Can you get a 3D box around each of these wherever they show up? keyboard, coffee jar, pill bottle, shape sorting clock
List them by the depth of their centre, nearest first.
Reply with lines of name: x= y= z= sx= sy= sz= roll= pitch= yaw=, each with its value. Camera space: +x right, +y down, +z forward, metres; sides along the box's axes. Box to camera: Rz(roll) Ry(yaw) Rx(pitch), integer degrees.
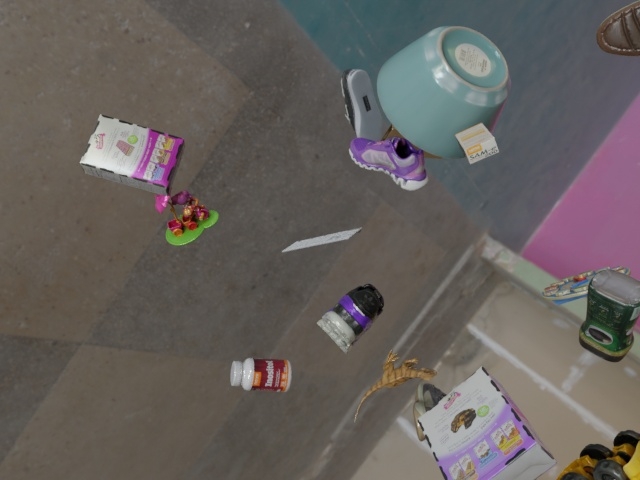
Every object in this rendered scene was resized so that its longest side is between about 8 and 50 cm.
coffee jar: x=0.557 y=0.149 z=1.022 sx=0.079 sy=0.096 sz=0.184 roll=-36 pitch=136 yaw=-24
shape sorting clock: x=0.641 y=0.102 z=1.297 sx=0.206 sy=0.040 sz=0.206 roll=-24 pitch=177 yaw=-2
pill bottle: x=-0.158 y=0.357 z=1.418 sx=0.152 sy=0.086 sz=0.086 roll=6 pitch=122 yaw=-17
keyboard: x=0.000 y=0.000 z=1.485 sx=0.072 sy=0.256 sz=0.014 roll=-27 pitch=101 yaw=-47

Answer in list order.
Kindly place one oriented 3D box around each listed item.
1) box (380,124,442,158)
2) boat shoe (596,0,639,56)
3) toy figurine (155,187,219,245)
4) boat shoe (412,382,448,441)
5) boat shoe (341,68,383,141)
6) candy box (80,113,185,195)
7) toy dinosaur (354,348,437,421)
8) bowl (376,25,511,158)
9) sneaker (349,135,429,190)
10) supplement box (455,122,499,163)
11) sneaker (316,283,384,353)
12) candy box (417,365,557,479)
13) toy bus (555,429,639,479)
box: x=0.269 y=-0.273 z=1.473 sx=0.201 sy=0.021 sz=0.164 roll=3 pitch=165 yaw=-9
boat shoe: x=0.616 y=-0.377 z=0.912 sx=0.095 sy=0.257 sz=0.095 roll=-38 pitch=119 yaw=-58
toy figurine: x=-0.407 y=-0.092 z=1.562 sx=0.173 sy=0.130 sz=0.159 roll=-22 pitch=137 yaw=-1
boat shoe: x=0.276 y=0.406 z=1.278 sx=0.285 sy=0.092 sz=0.103 roll=17 pitch=66 yaw=-76
boat shoe: x=0.139 y=-0.468 z=1.927 sx=0.113 sy=0.105 sz=0.306 roll=-34 pitch=124 yaw=-17
candy box: x=-0.509 y=-0.231 z=1.459 sx=0.071 sy=0.233 sz=0.159 roll=125 pitch=-20 yaw=-68
toy dinosaur: x=0.145 y=0.288 z=1.113 sx=0.211 sy=0.064 sz=0.112 roll=-37 pitch=-174 yaw=33
bowl: x=0.300 y=-0.358 z=1.206 sx=0.311 sy=0.311 sz=0.163 roll=-29 pitch=169 yaw=-29
sneaker: x=0.172 y=-0.219 z=1.331 sx=0.095 sy=0.236 sz=0.104 roll=-36 pitch=141 yaw=-29
supplement box: x=0.320 y=-0.200 z=1.097 sx=0.062 sy=0.098 sz=0.036 roll=-23 pitch=117 yaw=14
sneaker: x=0.081 y=0.170 z=1.215 sx=0.146 sy=0.102 sz=0.293 roll=-43 pitch=174 yaw=-11
candy box: x=0.277 y=0.343 z=0.923 sx=0.165 sy=0.196 sz=0.070 roll=-43 pitch=113 yaw=10
toy bus: x=0.623 y=0.523 z=1.077 sx=0.149 sy=0.211 sz=0.220 roll=-20 pitch=154 yaw=-39
